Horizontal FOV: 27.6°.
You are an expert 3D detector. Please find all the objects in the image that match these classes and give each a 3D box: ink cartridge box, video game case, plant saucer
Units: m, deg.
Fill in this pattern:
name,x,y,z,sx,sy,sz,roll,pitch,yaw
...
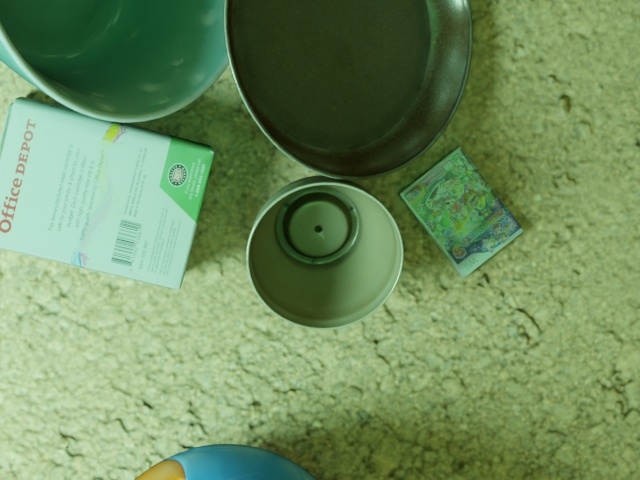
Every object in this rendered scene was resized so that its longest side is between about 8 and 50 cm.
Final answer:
name,x,y,z,sx,sy,sz,roll,pitch,yaw
ink cartridge box,-0.232,-0.051,1.362,0.213,0.093,0.154,13,96,-10
video game case,0.157,-0.031,1.451,0.087,0.011,0.122,-38,101,0
plant saucer,0.025,-0.216,1.335,0.311,0.050,0.310,-1,92,-35

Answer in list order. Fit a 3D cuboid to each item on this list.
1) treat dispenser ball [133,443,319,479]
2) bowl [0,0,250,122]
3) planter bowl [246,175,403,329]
name,x,y,z,sx,sy,sz,roll,pitch,yaw
treat dispenser ball,-0.098,0.355,1.340,0.288,0.288,0.288,-1,99,-6
bowl,-0.232,-0.269,1.257,0.312,0.163,0.311,-4,96,-43
planter bowl,0.000,0.000,1.382,0.162,0.109,0.162,-2,110,-5
